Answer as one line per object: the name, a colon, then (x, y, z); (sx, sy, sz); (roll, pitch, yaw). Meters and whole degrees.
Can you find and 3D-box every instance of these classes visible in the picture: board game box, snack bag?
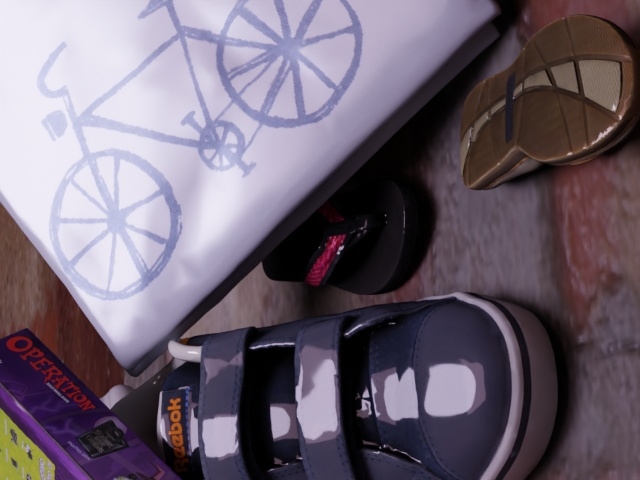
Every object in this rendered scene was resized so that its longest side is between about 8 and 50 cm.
board game box: (-0.141, 0.244, 1.029); (0.208, 0.056, 0.347); (43, 139, 36)
snack bag: (-0.112, -0.144, 0.977); (0.323, 0.037, 0.342); (-44, 79, 22)

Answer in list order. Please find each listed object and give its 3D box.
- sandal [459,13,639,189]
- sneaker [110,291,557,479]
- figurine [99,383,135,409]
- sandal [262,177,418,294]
sandal: (0.119, -0.062, 0.822); (0.180, 0.049, 0.072); (151, 126, -70)
sneaker: (-0.009, 0.105, 0.931); (0.321, 0.127, 0.126); (-25, 65, 53)
figurine: (-0.130, 0.235, 1.161); (0.209, 0.092, 0.215); (31, 112, 47)
sandal: (0.000, 0.000, 1.007); (0.179, 0.040, 0.067); (-8, 79, 58)
